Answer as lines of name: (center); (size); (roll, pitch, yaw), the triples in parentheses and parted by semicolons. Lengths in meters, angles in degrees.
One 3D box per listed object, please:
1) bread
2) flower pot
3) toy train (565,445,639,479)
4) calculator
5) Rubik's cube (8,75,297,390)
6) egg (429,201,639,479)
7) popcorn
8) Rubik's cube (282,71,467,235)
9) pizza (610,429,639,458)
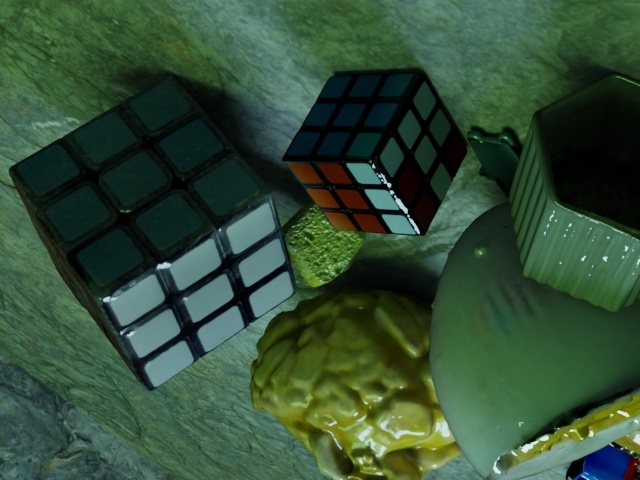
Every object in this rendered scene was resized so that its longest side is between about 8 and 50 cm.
bread: (0.000, 0.000, 2.019); (0.114, 0.129, 0.111); (44, 176, -12)
flower pot: (0.346, -0.054, 1.498); (0.239, 0.209, 0.189); (23, 151, 10)
toy train: (0.508, 0.448, 2.330); (0.131, 0.082, 0.204); (28, 151, 2)
calculator: (0.252, -0.101, 1.717); (0.094, 0.019, 0.141); (6, 146, 38)
Rubik's cube: (-0.249, -0.011, 1.943); (0.305, 0.301, 0.303); (48, 164, 28)
egg: (0.302, 0.109, 1.703); (0.354, 0.355, 0.339); (108, 141, -62)
popcorn: (0.088, 0.238, 2.137); (0.390, 0.344, 0.354); (45, 115, 19)
Rubik's cube: (0.075, -0.117, 1.702); (0.161, 0.162, 0.163); (4, 142, 40)
pizza: (0.405, 0.189, 1.999); (0.392, 0.080, 0.435); (23, 151, 12)
